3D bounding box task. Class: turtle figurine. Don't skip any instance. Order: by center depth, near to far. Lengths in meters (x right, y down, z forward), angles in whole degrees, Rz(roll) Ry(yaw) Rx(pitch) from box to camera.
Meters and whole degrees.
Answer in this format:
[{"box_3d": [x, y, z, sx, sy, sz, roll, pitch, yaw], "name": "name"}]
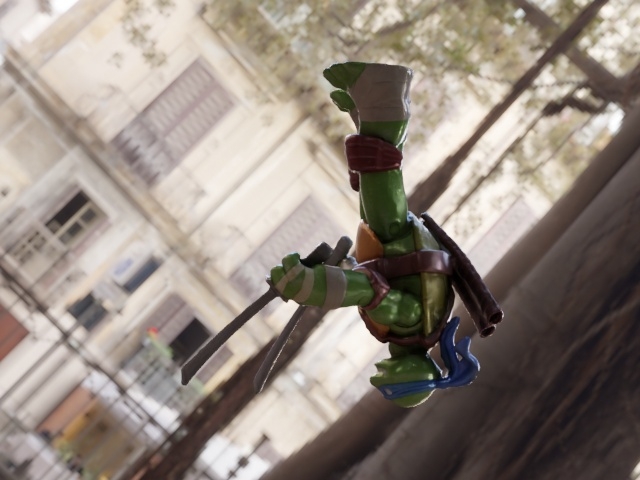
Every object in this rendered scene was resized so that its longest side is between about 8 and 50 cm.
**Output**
[{"box_3d": [0.000, 0.000, 0.984, 0.275, 0.266, 0.198, -4, -10, 36], "name": "turtle figurine"}]
